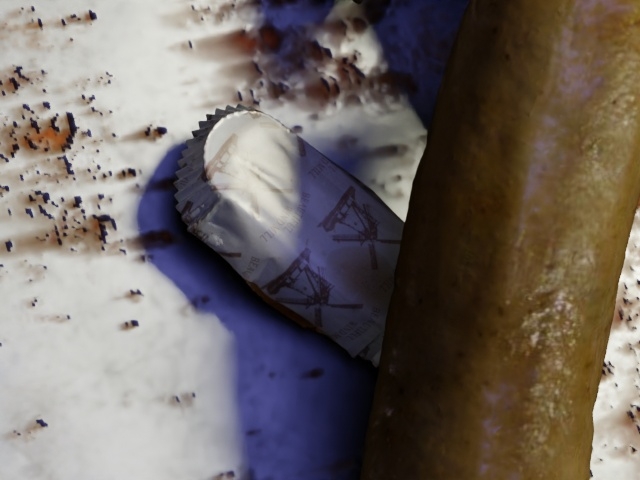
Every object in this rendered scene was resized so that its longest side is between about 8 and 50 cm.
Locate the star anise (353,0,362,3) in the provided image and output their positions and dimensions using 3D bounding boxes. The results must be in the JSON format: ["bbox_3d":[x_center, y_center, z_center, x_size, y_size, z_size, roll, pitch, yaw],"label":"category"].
[{"bbox_3d":[0.022,-0.226,1.120,0.168,0.057,0.167,5,75,-19],"label":"star anise"}]

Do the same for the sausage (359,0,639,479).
[{"bbox_3d":[0.100,0.041,0.981,0.123,0.136,0.500,8,92,-39],"label":"sausage"}]

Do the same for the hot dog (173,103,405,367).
[{"bbox_3d":[0.000,0.000,1.052,0.192,0.053,0.099,36,66,-13],"label":"hot dog"}]
